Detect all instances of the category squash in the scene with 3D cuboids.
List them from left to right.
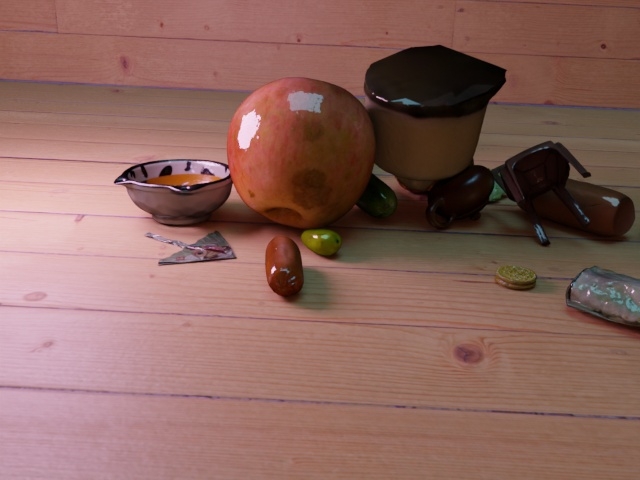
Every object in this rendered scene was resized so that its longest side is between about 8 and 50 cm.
[{"bbox_3d":[0.112,-0.145,1.844,0.101,0.101,0.378,-5,21,-20],"label":"squash"}]

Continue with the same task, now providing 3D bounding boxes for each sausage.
[{"bbox_3d":[-0.073,0.049,1.349,0.076,0.076,0.197,1,23,-5],"label":"sausage"},{"bbox_3d":[0.641,-0.096,1.749,0.121,0.121,0.304,-15,25,-38],"label":"sausage"}]

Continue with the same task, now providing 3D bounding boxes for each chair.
[{"bbox_3d":[0.522,-0.168,1.666,0.175,0.183,0.326,-25,42,9],"label":"chair"}]

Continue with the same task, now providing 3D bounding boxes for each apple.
[{"bbox_3d":[-0.043,-0.196,1.610,0.363,0.364,0.364,2,21,-1],"label":"apple"}]

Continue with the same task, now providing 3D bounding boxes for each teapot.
[{"bbox_3d":[0.358,-0.101,1.740,0.252,0.135,0.178,-38,7,-34],"label":"teapot"}]

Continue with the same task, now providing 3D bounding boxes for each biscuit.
[{"bbox_3d":[0.402,0.076,1.404,0.084,0.023,0.084,2,21,-1],"label":"biscuit"}]

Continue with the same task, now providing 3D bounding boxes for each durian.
[{"bbox_3d":[0.483,-0.146,1.958,0.215,0.086,0.100,-18,63,-36],"label":"durian"}]

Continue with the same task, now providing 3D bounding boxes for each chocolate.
[{"bbox_3d":[0.268,-0.301,1.734,0.326,0.297,0.314,-33,47,-25],"label":"chocolate"}]

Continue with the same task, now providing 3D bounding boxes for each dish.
[{"bbox_3d":[-0.345,-0.114,1.671,0.303,0.120,0.303,1,21,0],"label":"dish"}]

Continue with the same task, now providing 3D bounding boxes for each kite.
[{"bbox_3d":[-0.295,0.011,1.509,0.250,0.012,0.229,11,22,25],"label":"kite"}]

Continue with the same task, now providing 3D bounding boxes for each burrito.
[{"bbox_3d":[0.577,0.113,1.247,0.144,0.089,0.229,-19,28,-39],"label":"burrito"}]

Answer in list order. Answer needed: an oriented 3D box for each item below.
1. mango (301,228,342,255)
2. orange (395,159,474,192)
[{"bbox_3d":[0.000,0.000,1.507,0.073,0.056,0.108,-9,21,-42],"label":"mango"},{"bbox_3d":[0.327,-0.222,1.964,0.234,0.182,0.234,-2,4,0],"label":"orange"}]
